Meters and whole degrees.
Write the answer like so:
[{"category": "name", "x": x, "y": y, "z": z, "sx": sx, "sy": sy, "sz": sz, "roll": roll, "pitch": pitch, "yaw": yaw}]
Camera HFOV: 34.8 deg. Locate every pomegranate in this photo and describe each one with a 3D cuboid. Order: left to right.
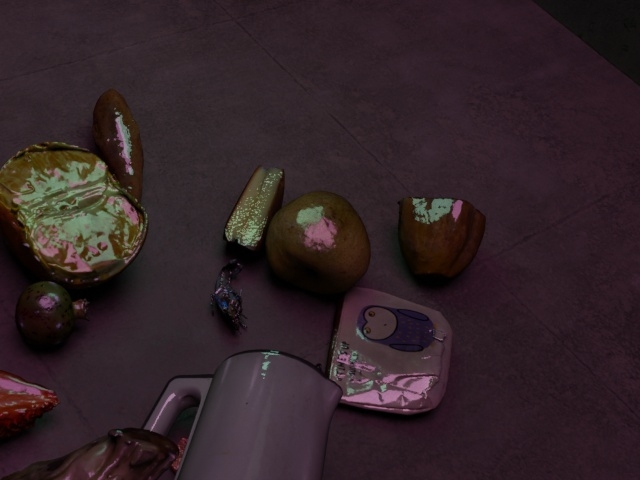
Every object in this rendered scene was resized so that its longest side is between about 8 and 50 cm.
[{"category": "pomegranate", "x": -0.511, "y": 0.139, "z": 1.921, "sx": 0.130, "sy": 0.130, "sz": 0.130, "roll": 9, "pitch": 46, "yaw": -10}]

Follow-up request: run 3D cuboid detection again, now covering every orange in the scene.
[{"category": "orange", "x": -0.500, "y": -0.038, "z": 2.049, "sx": 0.263, "sy": 0.196, "sz": 0.335, "roll": -38, "pitch": 62, "yaw": -24}]

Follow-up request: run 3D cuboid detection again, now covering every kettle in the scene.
[{"category": "kettle", "x": -0.164, "y": 0.392, "z": 1.727, "sx": 0.361, "sy": 0.250, "sz": 0.376, "roll": -3, "pitch": 45, "yaw": 18}]

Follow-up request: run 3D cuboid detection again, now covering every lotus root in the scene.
[{"category": "lotus root", "x": 0.267, "y": 0.008, "z": 2.304, "sx": 0.188, "sy": 0.199, "sz": 0.179, "roll": -1, "pitch": 72, "yaw": 31}]

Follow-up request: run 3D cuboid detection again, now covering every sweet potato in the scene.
[{"category": "sweet potato", "x": -0.441, "y": -0.176, "z": 2.267, "sx": 0.109, "sy": 0.109, "sz": 0.385, "roll": -5, "pitch": 61, "yaw": -22}]

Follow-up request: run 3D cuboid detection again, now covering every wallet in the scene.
[{"category": "wallet", "x": 0.132, "y": 0.226, "z": 2.092, "sx": 0.275, "sy": 0.068, "sz": 0.335, "roll": 15, "pitch": 43, "yaw": -1}]

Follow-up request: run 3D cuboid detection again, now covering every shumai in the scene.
[{"category": "shumai", "x": -0.377, "y": 0.372, "z": 1.563, "sx": 0.217, "sy": 0.283, "sz": 0.346, "roll": 35, "pitch": 11, "yaw": 5}]

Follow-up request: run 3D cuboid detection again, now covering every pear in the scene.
[{"category": "pear", "x": 0.000, "y": 0.000, "z": 2.176, "sx": 0.229, "sy": 0.188, "sz": 0.211, "roll": 19, "pitch": 57, "yaw": 0}]

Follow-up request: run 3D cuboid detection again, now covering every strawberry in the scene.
[{"category": "strawberry", "x": -0.587, "y": 0.290, "z": 1.781, "sx": 0.228, "sy": 0.098, "sz": 0.174, "roll": -5, "pitch": 32, "yaw": -38}]

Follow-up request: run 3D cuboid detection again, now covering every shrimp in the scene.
[{"category": "shrimp", "x": -0.187, "y": 0.121, "z": 2.105, "sx": 0.082, "sy": 0.076, "sz": 0.174, "roll": 43, "pitch": 26, "yaw": -36}]

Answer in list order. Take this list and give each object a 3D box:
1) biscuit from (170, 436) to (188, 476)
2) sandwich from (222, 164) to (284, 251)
[{"category": "biscuit", "x": -0.212, "y": 0.407, "z": 1.839, "sx": 0.130, "sy": 0.019, "sz": 0.102, "roll": 37, "pitch": 50, "yaw": 17}, {"category": "sandwich", "x": -0.144, "y": -0.055, "z": 2.252, "sx": 0.094, "sy": 0.096, "sz": 0.258, "roll": 16, "pitch": 46, "yaw": 6}]
